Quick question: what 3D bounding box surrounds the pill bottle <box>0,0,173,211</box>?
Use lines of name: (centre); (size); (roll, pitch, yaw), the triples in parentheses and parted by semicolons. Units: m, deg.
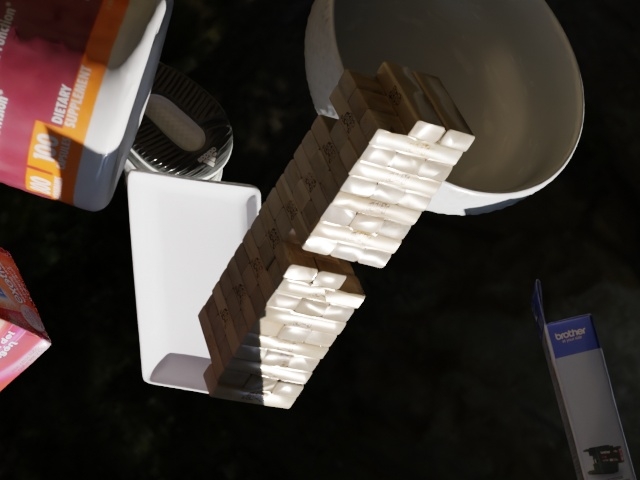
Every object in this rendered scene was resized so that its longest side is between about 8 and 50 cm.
pill bottle: (-0.348, -0.186, 1.236); (0.224, 0.392, 0.224); (-163, -90, -85)

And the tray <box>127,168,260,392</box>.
tray: (-0.126, 0.047, 1.467); (0.145, 0.270, 0.030); (9, -148, 14)

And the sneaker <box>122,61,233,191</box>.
sneaker: (-0.302, -0.201, 1.870); (0.169, 0.447, 0.257); (-37, 168, -21)

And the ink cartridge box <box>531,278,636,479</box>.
ink cartridge box: (0.302, 0.200, 1.551); (0.065, 0.311, 0.186); (-16, 167, 5)

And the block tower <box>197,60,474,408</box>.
block tower: (0.000, 0.000, 1.220); (0.335, 0.091, 0.097); (-58, -145, 29)

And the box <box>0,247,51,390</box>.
box: (-0.390, 0.112, 1.257); (0.257, 0.128, 0.122); (-41, 142, 11)

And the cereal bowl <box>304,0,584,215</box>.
cereal bowl: (0.121, -0.175, 1.543); (0.339, 0.339, 0.141); (-42, -178, -39)
